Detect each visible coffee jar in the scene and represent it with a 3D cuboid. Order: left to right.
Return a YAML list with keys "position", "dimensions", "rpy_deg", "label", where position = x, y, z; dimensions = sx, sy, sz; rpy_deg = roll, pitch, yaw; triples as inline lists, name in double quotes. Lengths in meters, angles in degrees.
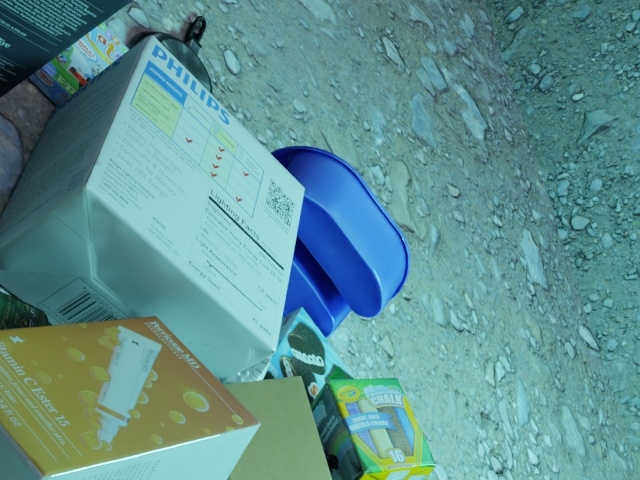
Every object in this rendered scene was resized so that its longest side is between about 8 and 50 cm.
- position: [-0.418, 0.090, 1.310]
  dimensions: [0.184, 0.079, 0.096]
  rpy_deg: [38, 38, -37]
  label: "coffee jar"

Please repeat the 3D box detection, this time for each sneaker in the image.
- position: [-0.119, 0.165, 1.674]
  dimensions: [0.090, 0.094, 0.235]
  rpy_deg: [7, 31, -7]
  label: "sneaker"

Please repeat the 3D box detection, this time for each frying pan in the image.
- position: [-0.232, -0.309, 2.009]
  dimensions: [0.197, 0.053, 0.326]
  rpy_deg: [59, 31, -5]
  label: "frying pan"

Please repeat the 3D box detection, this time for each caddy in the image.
- position: [0.000, 0.000, 1.908]
  dimensions: [0.341, 0.241, 0.179]
  rpy_deg: [53, 36, -16]
  label: "caddy"

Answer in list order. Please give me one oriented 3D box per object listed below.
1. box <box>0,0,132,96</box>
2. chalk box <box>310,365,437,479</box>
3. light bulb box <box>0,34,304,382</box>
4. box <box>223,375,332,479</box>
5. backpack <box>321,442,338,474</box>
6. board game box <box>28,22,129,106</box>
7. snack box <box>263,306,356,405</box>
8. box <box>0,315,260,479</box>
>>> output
- position: [-0.427, -0.409, 1.496]
  dimensions: [0.179, 0.313, 0.343]
  rpy_deg: [29, 43, -45]
  label: "box"
- position: [0.060, 0.295, 1.696]
  dimensions: [0.132, 0.132, 0.213]
  rpy_deg: [3, 47, -29]
  label: "chalk box"
- position: [-0.230, -0.026, 1.565]
  dimensions: [0.358, 0.225, 0.361]
  rpy_deg: [45, 32, -27]
  label: "light bulb box"
- position: [-0.074, 0.280, 1.461]
  dimensions: [0.165, 0.021, 0.201]
  rpy_deg: [-3, 58, -26]
  label: "box"
- position: [-0.079, 0.293, 1.643]
  dimensions: [0.158, 0.117, 0.173]
  rpy_deg: [42, 4, -34]
  label: "backpack"
- position: [-0.370, -0.271, 1.753]
  dimensions: [0.160, 0.039, 0.211]
  rpy_deg: [46, 31, -25]
  label: "board game box"
- position: [0.013, 0.291, 1.851]
  dimensions: [0.322, 0.060, 0.187]
  rpy_deg: [54, 31, -14]
  label: "snack box"
- position: [-0.273, 0.223, 1.245]
  dimensions: [0.215, 0.168, 0.345]
  rpy_deg: [41, 22, 26]
  label: "box"
